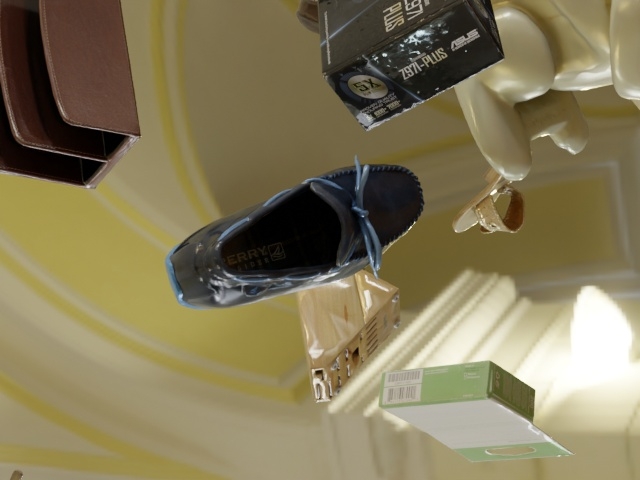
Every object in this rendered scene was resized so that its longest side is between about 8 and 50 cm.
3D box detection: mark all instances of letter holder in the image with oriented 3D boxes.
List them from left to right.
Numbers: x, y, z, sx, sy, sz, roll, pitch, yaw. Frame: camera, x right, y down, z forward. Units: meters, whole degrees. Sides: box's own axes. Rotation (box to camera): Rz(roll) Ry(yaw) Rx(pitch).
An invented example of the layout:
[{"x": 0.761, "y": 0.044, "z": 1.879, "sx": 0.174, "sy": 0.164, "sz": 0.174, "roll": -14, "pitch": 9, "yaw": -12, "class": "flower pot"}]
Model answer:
[{"x": -0.400, "y": -0.252, "z": 1.799, "sx": 0.214, "sy": 0.152, "sz": 0.302, "roll": 10, "pitch": -124, "yaw": -36, "class": "letter holder"}]

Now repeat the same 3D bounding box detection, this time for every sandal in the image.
[{"x": 0.265, "y": -0.048, "z": 1.845, "sx": 0.088, "sy": 0.079, "sz": 0.240, "roll": -32, "pitch": -18, "yaw": -27, "class": "sandal"}]

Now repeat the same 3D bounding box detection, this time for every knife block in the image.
[{"x": -0.007, "y": 0.094, "z": 1.995, "sx": 0.276, "sy": 0.242, "sz": 0.088, "roll": -45, "pitch": -33, "yaw": -31, "class": "knife block"}]

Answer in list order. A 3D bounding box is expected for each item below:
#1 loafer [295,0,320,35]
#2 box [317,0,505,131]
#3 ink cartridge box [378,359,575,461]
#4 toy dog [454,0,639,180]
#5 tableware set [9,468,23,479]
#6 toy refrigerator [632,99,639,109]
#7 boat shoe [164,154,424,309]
[{"x": 0.124, "y": -0.378, "z": 1.816, "sx": 0.134, "sy": 0.366, "sz": 0.130, "roll": -47, "pitch": -52, "yaw": -51, "class": "loafer"}, {"x": 0.079, "y": -0.210, "z": 1.173, "sx": 0.077, "sy": 0.147, "sz": 0.180, "roll": 49, "pitch": -155, "yaw": -36, "class": "box"}, {"x": 0.212, "y": 0.231, "z": 1.685, "sx": 0.235, "sy": 0.171, "sz": 0.056, "roll": 33, "pitch": -124, "yaw": -43, "class": "ink cartridge box"}, {"x": 0.360, "y": -0.310, "z": 1.455, "sx": 0.284, "sy": 0.408, "sz": 0.395, "roll": -7, "pitch": -107, "yaw": -55, "class": "toy dog"}, {"x": -0.319, "y": 0.353, "z": 1.412, "sx": 0.194, "sy": 0.128, "sz": 0.039, "roll": -59, "pitch": -12, "yaw": 19, "class": "tableware set"}, {"x": 0.649, "y": -0.279, "z": 2.337, "sx": 0.094, "sy": 0.102, "sz": 0.269, "roll": 51, "pitch": -173, "yaw": 1, "class": "toy refrigerator"}, {"x": 0.000, "y": 0.000, "z": 1.041, "sx": 0.258, "sy": 0.089, "sz": 0.109, "roll": -30, "pitch": -86, "yaw": -36, "class": "boat shoe"}]
